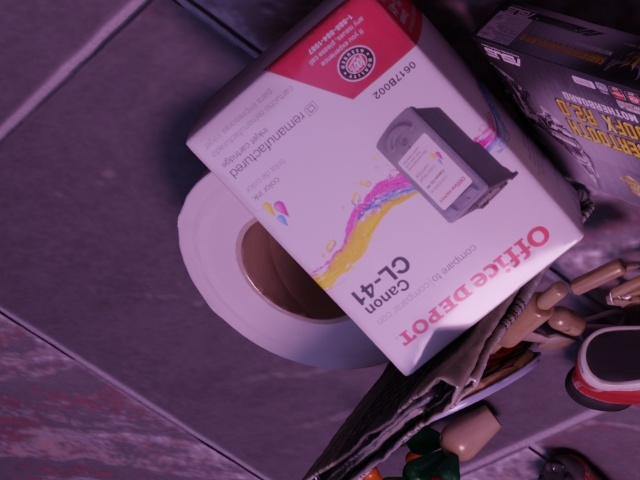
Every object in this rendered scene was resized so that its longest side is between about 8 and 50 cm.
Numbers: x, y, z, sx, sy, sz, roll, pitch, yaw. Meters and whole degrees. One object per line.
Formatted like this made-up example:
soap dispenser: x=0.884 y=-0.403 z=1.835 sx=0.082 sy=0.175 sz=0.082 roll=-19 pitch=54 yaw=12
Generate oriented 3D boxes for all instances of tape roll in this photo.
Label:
tape roll: x=0.000 y=0.000 z=1.811 sx=0.286 sy=0.100 sz=0.286 roll=14 pitch=133 yaw=15

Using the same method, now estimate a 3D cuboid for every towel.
towel: x=0.130 y=0.116 z=1.753 sx=0.056 sy=0.324 sz=0.312 roll=43 pitch=140 yaw=-2

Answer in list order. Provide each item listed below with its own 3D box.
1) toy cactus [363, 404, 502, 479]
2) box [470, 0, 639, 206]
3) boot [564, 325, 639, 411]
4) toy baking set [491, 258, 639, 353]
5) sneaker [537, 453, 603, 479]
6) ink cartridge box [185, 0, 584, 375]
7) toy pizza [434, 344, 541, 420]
toy cactus: x=0.128 y=0.254 z=2.077 sx=0.180 sy=0.219 sz=0.112 roll=-38 pitch=104 yaw=3
box: x=0.256 y=-0.111 z=1.542 sx=0.231 sy=0.056 sz=0.183 roll=29 pitch=159 yaw=50
boot: x=0.391 y=0.142 z=1.879 sx=0.244 sy=0.088 sz=0.176 roll=1 pitch=163 yaw=2
toy baking set: x=0.268 y=0.081 z=1.802 sx=0.197 sy=0.030 sz=0.256 roll=-4 pitch=157 yaw=-30
sneaker: x=0.362 y=0.364 z=2.141 sx=0.098 sy=0.135 sz=0.276 roll=-16 pitch=108 yaw=53
ink cartridge box: x=0.062 y=-0.066 z=1.601 sx=0.226 sy=0.131 sz=0.306 roll=-40 pitch=101 yaw=17
toy pizza: x=0.149 y=0.160 z=1.929 sx=0.201 sy=0.201 sz=0.032 roll=-26 pitch=90 yaw=43
